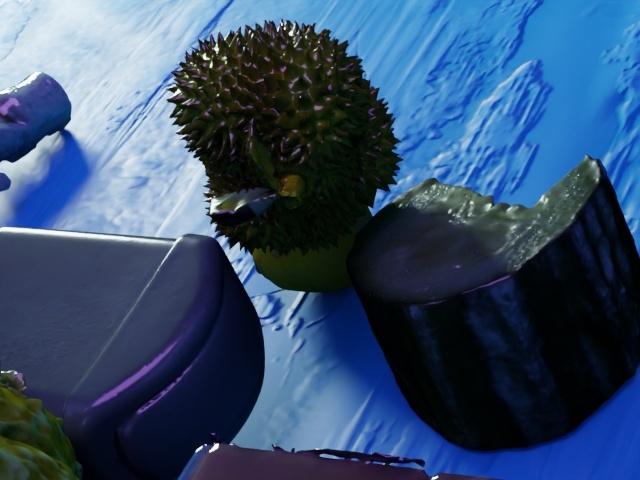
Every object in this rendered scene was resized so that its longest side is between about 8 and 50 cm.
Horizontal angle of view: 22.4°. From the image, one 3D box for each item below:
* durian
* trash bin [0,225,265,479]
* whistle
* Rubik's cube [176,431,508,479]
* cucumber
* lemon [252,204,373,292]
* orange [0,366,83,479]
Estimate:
[{"bbox_3d":[-0.023,-0.077,1.087,0.146,0.198,0.159,-22,75,-5],"label":"durian"},{"bbox_3d":[-0.155,0.076,1.085,0.236,0.101,0.176,6,50,33],"label":"trash bin"},{"bbox_3d":[-0.366,-0.046,1.434,0.142,0.133,0.346,11,38,42],"label":"whistle"},{"bbox_3d":[0.021,0.254,0.739,0.221,0.231,0.224,2,40,29],"label":"Rubik's cube"},{"bbox_3d":[0.111,0.039,1.066,0.191,0.130,0.191,-18,28,10],"label":"cucumber"},{"bbox_3d":[0.000,0.000,1.203,0.111,0.082,0.082,-6,39,25],"label":"lemon"},{"bbox_3d":[-0.249,0.218,0.927,0.300,0.223,0.301,-42,42,4],"label":"orange"}]
